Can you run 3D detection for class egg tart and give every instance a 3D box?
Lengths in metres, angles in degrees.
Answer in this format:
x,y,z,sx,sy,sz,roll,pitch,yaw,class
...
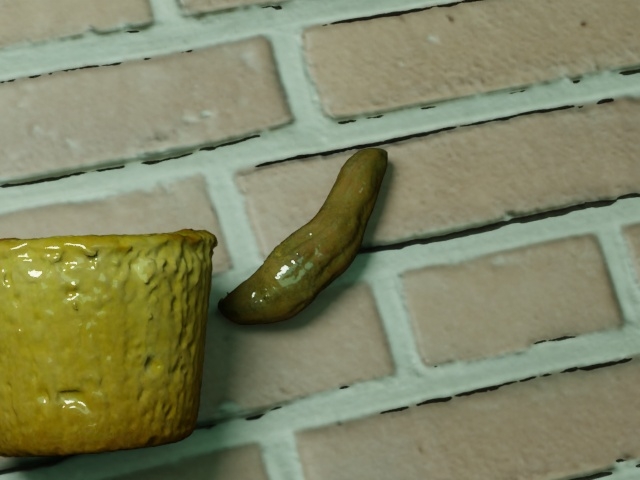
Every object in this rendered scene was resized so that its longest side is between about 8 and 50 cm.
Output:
x,y,z,sx,sy,sz,roll,pitch,yaw,class
-0.167,0.070,1.336,0.203,0.202,0.147,-4,90,-13,egg tart

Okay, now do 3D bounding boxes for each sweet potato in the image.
x,y,z,sx,sy,sz,roll,pitch,yaw,class
0.002,0.001,1.449,0.053,0.054,0.182,44,68,-7,sweet potato
